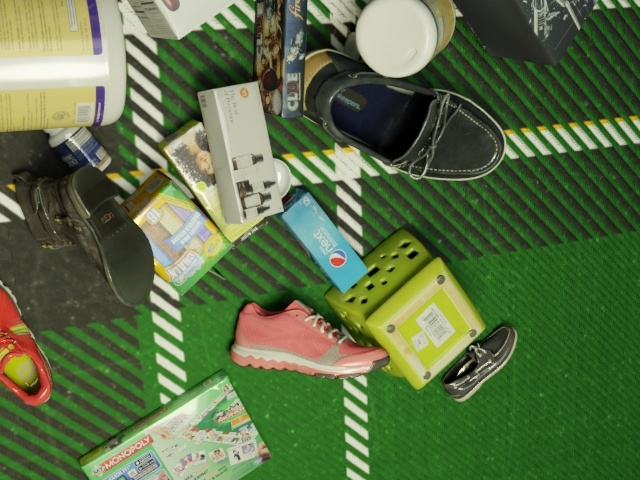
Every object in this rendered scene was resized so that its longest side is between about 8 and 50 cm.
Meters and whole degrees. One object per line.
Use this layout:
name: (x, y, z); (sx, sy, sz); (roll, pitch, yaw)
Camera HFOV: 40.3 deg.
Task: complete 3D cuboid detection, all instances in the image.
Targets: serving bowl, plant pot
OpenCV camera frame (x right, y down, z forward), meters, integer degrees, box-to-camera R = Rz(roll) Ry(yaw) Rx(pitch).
serving bowl: (-0.098, -0.116, 1.651); (0.083, 0.027, 0.083); (-6, 105, -22)
plant pot: (0.181, 0.144, 1.739); (0.227, 0.207, 0.228); (-41, 114, -8)

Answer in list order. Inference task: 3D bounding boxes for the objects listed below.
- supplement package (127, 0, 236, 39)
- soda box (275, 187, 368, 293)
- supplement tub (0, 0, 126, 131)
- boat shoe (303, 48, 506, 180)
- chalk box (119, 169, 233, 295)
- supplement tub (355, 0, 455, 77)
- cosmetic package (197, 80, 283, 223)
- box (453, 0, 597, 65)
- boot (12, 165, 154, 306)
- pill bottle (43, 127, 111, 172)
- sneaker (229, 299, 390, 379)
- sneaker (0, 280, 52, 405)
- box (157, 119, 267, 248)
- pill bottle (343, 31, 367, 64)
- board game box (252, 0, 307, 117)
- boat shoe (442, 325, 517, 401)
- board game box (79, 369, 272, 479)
supplement package: (-0.188, -0.460, 1.426); (0.262, 0.204, 0.145); (-37, 115, -11)
soda box: (0.000, 0.000, 1.698); (0.071, 0.067, 0.210); (-42, 112, -8)
supplement tub: (-0.480, -0.286, 1.327); (0.331, 0.241, 0.241); (-6, 106, -21)
boat shoe: (0.168, -0.212, 1.645); (0.500, 0.156, 0.187); (18, 109, -33)
chalk box: (-0.255, 0.001, 1.557); (0.132, 0.132, 0.213); (-44, 114, -8)
supplement tub: (0.157, -0.381, 1.546); (0.200, 0.144, 0.144); (-48, 128, -56)
cosmetic package: (-0.140, -0.156, 1.552); (0.099, 0.060, 0.239); (-20, 103, -39)
box: (0.392, -0.560, 1.604); (0.312, 0.179, 0.343); (41, 80, -43)
boot: (-0.398, -0.009, 1.450); (0.091, 0.229, 0.263); (-33, 107, -41)
pill bottle: (-0.418, -0.164, 1.481); (0.067, 0.067, 0.120); (-41, 115, -9)
sneaker: (-0.023, 0.183, 1.652); (0.313, 0.116, 0.136); (4, 91, 14)
sneaker: (-0.540, 0.166, 1.485); (0.107, 0.118, 0.279); (-37, 114, -11)
box: (-0.196, -0.102, 1.597); (0.087, 0.058, 0.232); (-39, 115, -10)
pill bottle: (0.108, -0.355, 1.657); (0.116, 0.065, 0.065); (4, 102, -25)
board game box: (-0.073, -0.345, 1.528); (0.042, 0.165, 0.243); (-3, 104, -22)
boat shoe: (0.349, 0.261, 1.915); (0.206, 0.075, 0.065); (-48, 119, 0)
board game box: (-0.276, 0.424, 1.705); (0.317, 0.046, 0.214); (-31, 112, -13)
